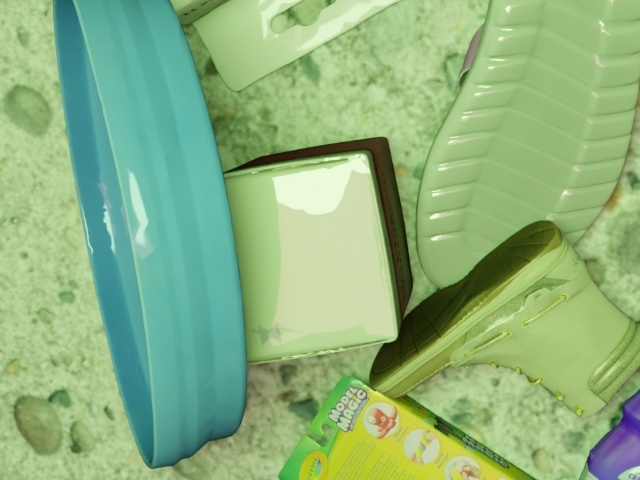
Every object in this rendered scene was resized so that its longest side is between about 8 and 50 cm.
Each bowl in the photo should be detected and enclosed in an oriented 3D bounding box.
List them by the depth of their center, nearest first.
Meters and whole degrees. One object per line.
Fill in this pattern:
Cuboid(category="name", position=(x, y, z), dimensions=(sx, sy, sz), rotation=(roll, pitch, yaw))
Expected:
Cuboid(category="bowl", position=(-0.138, -0.021, 1.054), dimensions=(0.077, 0.391, 0.391), rotation=(-11, 97, -14))

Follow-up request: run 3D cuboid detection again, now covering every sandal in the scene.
Cuboid(category="sandal", position=(0.185, -0.142, 1.124), dimensions=(0.169, 0.102, 0.416), rotation=(9, 117, -12))

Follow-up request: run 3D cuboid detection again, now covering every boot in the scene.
Cuboid(category="boot", position=(0.165, 0.102, 1.157), dimensions=(0.213, 0.077, 0.165), rotation=(-39, 113, 16))

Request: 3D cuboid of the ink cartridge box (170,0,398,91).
Cuboid(category="ink cartridge box", position=(-0.089, -0.320, 1.125), dimensions=(0.207, 0.119, 0.353), rotation=(-29, 93, 11))

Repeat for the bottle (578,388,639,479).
Cuboid(category="bottle", position=(0.285, 0.224, 1.166), dimensions=(0.118, 0.092, 0.282), rotation=(21, 100, 6))

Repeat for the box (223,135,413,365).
Cuboid(category="box", position=(0.000, 0.000, 1.102), dimensions=(0.127, 0.232, 0.148), rotation=(-9, 97, 8))

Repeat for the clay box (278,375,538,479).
Cuboid(category="clay box", position=(0.086, 0.223, 1.214), dimensions=(0.222, 0.053, 0.127), rotation=(34, 101, 3))
